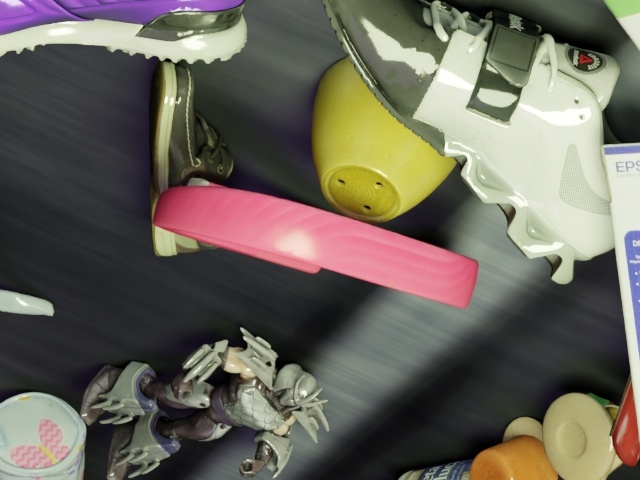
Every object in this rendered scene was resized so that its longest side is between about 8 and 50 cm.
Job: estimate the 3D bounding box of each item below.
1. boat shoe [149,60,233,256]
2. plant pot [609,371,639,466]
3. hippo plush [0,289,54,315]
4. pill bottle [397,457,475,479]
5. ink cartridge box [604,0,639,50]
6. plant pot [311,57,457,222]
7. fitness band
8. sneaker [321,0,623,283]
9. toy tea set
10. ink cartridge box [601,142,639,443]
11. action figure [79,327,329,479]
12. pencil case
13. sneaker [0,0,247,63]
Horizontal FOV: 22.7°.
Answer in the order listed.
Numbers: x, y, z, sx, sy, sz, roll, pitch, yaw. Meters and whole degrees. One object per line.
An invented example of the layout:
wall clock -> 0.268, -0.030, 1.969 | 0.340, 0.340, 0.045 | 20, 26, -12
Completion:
boat shoe -> -0.114, -0.070, 1.404 | 0.073, 0.080, 0.223 | -1, 139, -7
plant pot -> 0.343, 0.131, 1.319 | 0.174, 0.191, 0.191 | 19, 142, 10
hippo plush -> -0.457, 0.051, 1.580 | 0.234, 0.236, 0.294 | 4, 139, 22
pill bottle -> 0.132, 0.283, 1.680 | 0.169, 0.094, 0.094 | -18, 127, 40
ink cartridge box -> 0.304, -0.157, 1.070 | 0.160, 0.092, 0.219 | -15, 130, 40
plant pot -> 0.047, -0.071, 1.299 | 0.134, 0.095, 0.134 | 13, 141, 11
fitness band -> 0.000, 0.000, 1.328 | 0.291, 0.054, 0.209 | 16, 177, -39
sneaker -> 0.140, -0.123, 1.196 | 0.146, 0.122, 0.330 | -35, 115, 28
toy tea set -> 0.294, 0.249, 1.490 | 0.336, 0.124, 0.200 | 40, 121, 40
ink cartridge box -> 0.310, 0.072, 1.166 | 0.165, 0.065, 0.332 | -1, 112, 26
action figure -> -0.114, 0.179, 1.681 | 0.285, 0.099, 0.185 | -13, 121, 32
pencil case -> -0.346, 0.294, 1.914 | 0.124, 0.113, 0.273 | 2, 142, -10
sneaker -> -0.194, -0.222, 1.200 | 0.293, 0.102, 0.146 | 0, 129, -13
